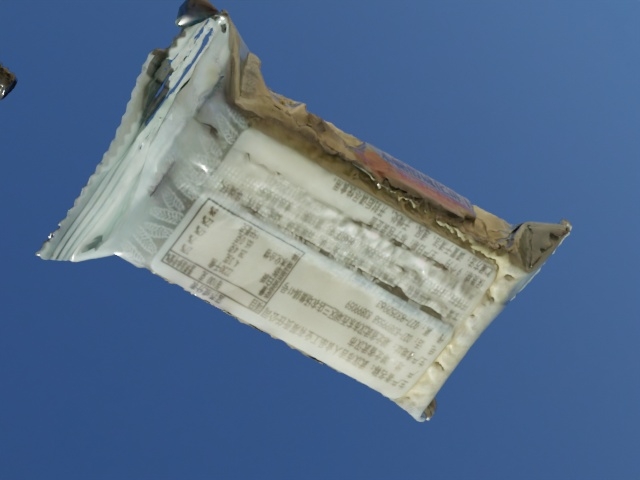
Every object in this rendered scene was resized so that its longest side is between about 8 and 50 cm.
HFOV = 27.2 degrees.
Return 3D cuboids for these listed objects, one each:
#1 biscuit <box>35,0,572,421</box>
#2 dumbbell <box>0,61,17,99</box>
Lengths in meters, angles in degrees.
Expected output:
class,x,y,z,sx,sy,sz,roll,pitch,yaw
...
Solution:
class,x,y,z,sx,sy,sz,roll,pitch,yaw
biscuit,0.002,-0.004,0.839,0.309,0.186,0.079,28,-163,-21
dumbbell,-0.155,-0.095,0.415,0.147,0.069,0.069,39,-136,-7
